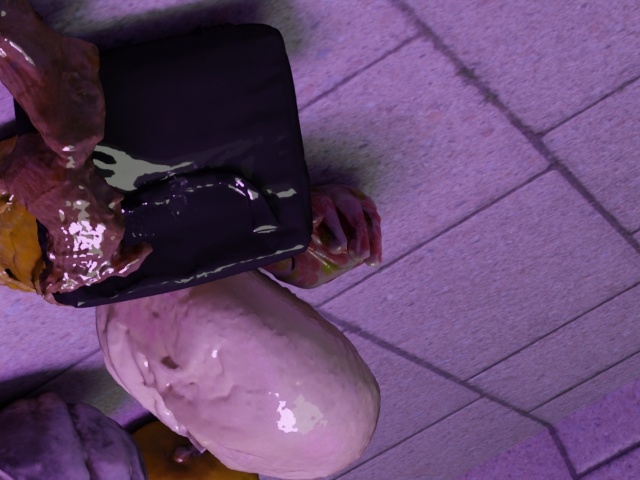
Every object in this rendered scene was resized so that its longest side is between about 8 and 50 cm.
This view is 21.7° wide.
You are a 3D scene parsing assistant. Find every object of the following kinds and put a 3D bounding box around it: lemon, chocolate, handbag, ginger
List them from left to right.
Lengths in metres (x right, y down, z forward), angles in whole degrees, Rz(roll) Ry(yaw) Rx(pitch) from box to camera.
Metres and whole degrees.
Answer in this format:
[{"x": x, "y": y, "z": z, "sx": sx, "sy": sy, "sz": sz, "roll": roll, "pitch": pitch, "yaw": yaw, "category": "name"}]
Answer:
[{"x": -0.238, "y": -0.092, "z": 1.461, "sx": 0.122, "sy": 0.290, "sz": 0.084, "roll": -11, "pitch": -160, "yaw": 10, "category": "ginger"}, {"x": -0.347, "y": 0.321, "z": 2.189, "sx": 0.213, "sy": 0.303, "sz": 0.303, "roll": -44, "pitch": 171, "yaw": -35, "category": "chocolate"}, {"x": -0.147, "y": -0.072, "z": 1.585, "sx": 0.275, "sy": 0.244, "sz": 0.088, "roll": -16, "pitch": -166, "yaw": -25, "category": "handbag"}, {"x": -0.202, "y": 0.365, "z": 2.440, "sx": 0.240, "sy": 0.240, "sz": 0.219, "roll": -14, "pitch": 143, "yaw": -24, "category": "lemon"}]

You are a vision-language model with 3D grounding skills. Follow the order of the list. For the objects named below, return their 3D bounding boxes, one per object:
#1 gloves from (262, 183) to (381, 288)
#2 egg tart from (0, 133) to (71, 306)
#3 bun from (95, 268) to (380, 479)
[{"x": 0.000, "y": -0.011, "z": 1.982, "sx": 0.145, "sy": 0.126, "sz": 0.241, "roll": -2, "pitch": 160, "yaw": 4, "category": "gloves"}, {"x": -0.237, "y": -0.022, "z": 1.707, "sx": 0.294, "sy": 0.123, "sz": 0.294, "roll": -21, "pitch": 155, "yaw": -10, "category": "egg tart"}, {"x": -0.101, "y": 0.141, "z": 1.912, "sx": 0.213, "sy": 0.361, "sz": 0.361, "roll": -53, "pitch": 155, "yaw": -1, "category": "bun"}]
